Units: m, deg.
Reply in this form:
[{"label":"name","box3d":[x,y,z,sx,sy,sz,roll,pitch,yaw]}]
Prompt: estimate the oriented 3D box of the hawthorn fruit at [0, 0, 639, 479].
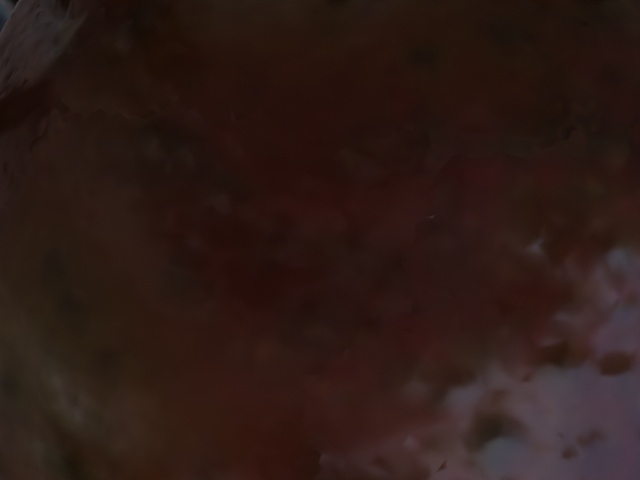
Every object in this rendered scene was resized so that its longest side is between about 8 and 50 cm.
[{"label":"hawthorn fruit","box3d":[0.000,0.000,0.634,0.403,0.403,0.403,-33,-164,11]}]
